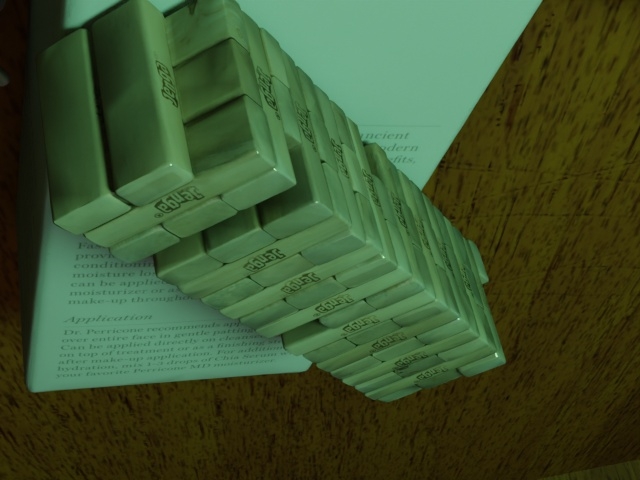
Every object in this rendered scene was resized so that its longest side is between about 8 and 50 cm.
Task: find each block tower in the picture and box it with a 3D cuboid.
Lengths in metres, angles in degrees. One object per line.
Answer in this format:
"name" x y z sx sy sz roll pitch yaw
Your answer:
"block tower" 0.000 0.000 0.545 0.091 0.097 0.335 -24 150 20

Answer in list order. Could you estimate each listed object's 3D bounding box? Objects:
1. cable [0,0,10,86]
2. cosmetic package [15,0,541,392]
"cable" -0.263 -0.156 0.517 0.140 0.072 0.287 -23 150 7
"cosmetic package" -0.069 -0.071 0.652 0.230 0.161 0.453 -1 149 -20
